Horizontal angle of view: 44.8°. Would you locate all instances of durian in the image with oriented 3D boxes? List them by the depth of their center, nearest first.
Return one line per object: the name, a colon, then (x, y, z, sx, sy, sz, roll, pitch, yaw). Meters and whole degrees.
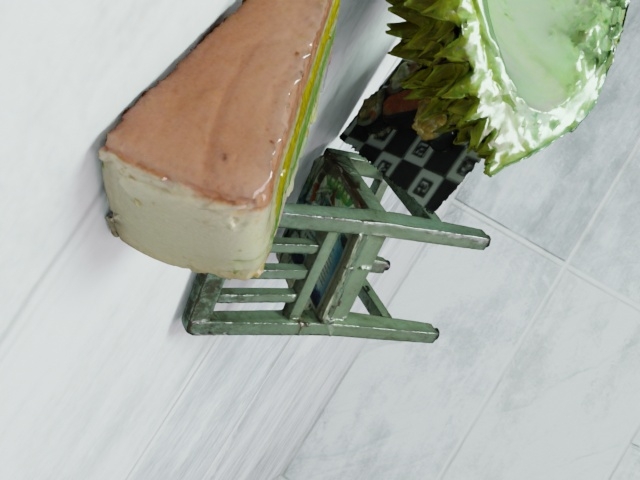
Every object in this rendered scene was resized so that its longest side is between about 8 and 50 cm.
durian: (0.173, -0.248, 0.587, 0.394, 0.198, 0.163, -58, 167, -13)

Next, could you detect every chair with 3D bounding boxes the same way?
chair: (0.000, 0.000, 0.731, 0.271, 0.147, 0.136, 6, 122, -29)

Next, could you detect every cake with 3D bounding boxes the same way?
cake: (-0.025, -0.078, 0.463, 0.225, 0.090, 0.109, -54, 164, -28)

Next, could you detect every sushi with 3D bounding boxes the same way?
sushi: (0.090, -0.120, 0.696, 0.031, 0.201, 0.139, 35, 97, -35)
